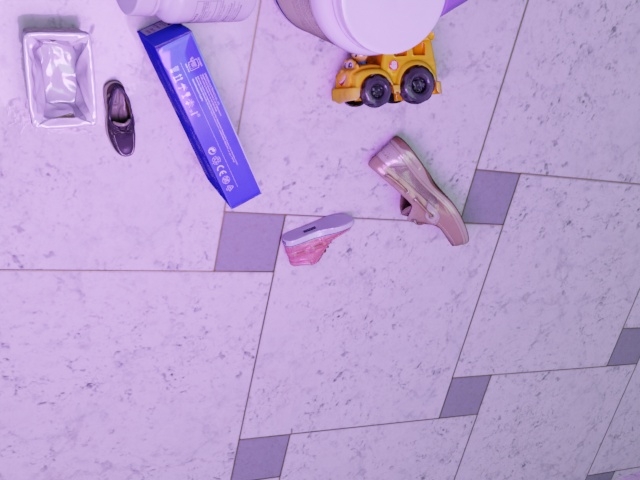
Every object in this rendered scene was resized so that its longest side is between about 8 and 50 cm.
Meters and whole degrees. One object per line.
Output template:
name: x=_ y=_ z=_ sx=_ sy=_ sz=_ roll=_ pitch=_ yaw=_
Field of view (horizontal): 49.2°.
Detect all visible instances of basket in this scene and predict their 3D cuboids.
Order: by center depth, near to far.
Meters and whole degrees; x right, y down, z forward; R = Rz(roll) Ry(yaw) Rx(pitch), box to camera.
basket: x=-0.467 y=-0.295 z=1.249 sx=0.113 sy=0.103 sz=0.167 roll=-7 pitch=118 yaw=-23

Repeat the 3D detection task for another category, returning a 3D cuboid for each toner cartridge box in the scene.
toner cartridge box: x=-0.230 y=-0.244 z=1.353 sx=0.075 sy=0.165 sz=0.348 roll=-28 pitch=125 yaw=-10

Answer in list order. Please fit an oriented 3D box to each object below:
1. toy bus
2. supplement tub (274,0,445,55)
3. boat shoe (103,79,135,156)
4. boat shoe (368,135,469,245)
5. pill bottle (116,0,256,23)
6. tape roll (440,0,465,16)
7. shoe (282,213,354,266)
toy bus: x=0.134 y=-0.390 z=1.478 sx=0.220 sy=0.149 sz=0.212 roll=-10 pitch=106 yaw=-18
supplement tub: x=0.060 y=-0.472 z=1.277 sx=0.235 sy=0.325 sz=0.236 roll=-11 pitch=120 yaw=-21
boat shoe: x=-0.389 y=-0.230 z=1.353 sx=0.056 sy=0.049 sz=0.152 roll=-16 pitch=121 yaw=-18
boat shoe: x=0.238 y=-0.098 z=1.692 sx=0.110 sy=0.122 sz=0.341 roll=-40 pitch=115 yaw=3
pill bottle: x=-0.237 y=-0.450 z=1.231 sx=0.229 sy=0.131 sz=0.131 roll=-15 pitch=122 yaw=-37
tape roll: x=0.192 y=-0.565 z=1.324 sx=0.090 sy=0.275 sz=0.275 roll=-33 pitch=125 yaw=-8
shoe: x=0.000 y=0.000 z=1.655 sx=0.178 sy=0.063 sz=0.081 roll=-19 pitch=123 yaw=-10
